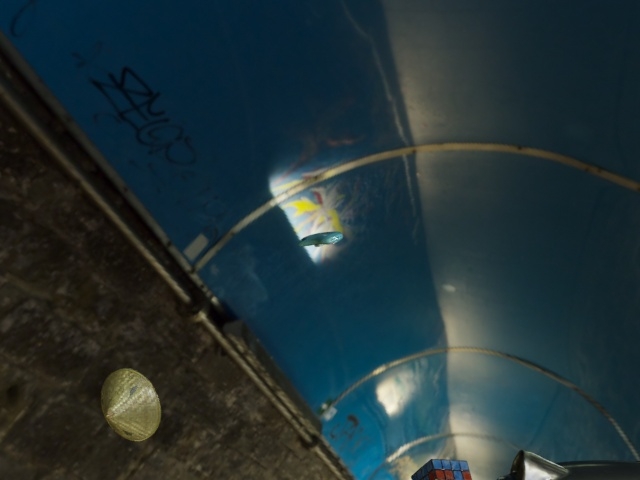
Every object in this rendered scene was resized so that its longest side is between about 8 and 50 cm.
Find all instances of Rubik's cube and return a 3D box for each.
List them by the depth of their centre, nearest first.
[{"bbox_3d":[0.256,0.517,1.306,0.092,0.092,0.092,11,-46,-21],"label":"Rubik's cube"}]

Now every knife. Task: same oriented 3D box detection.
[{"bbox_3d":[0.000,0.000,1.442,0.031,0.064,0.222,70,-17,-5],"label":"knife"}]

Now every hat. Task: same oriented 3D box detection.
[{"bbox_3d":[-0.380,0.319,1.185,0.146,0.145,0.067,29,17,19],"label":"hat"}]

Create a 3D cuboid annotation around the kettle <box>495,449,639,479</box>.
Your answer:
[{"bbox_3d":[0.322,0.397,0.825,0.272,0.207,0.250,9,-51,-3],"label":"kettle"}]
